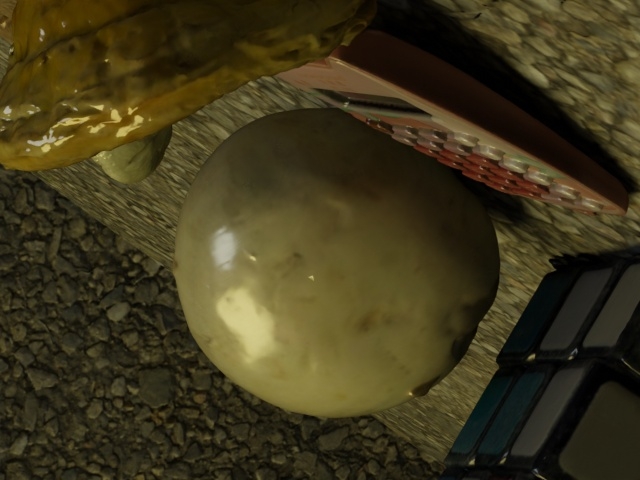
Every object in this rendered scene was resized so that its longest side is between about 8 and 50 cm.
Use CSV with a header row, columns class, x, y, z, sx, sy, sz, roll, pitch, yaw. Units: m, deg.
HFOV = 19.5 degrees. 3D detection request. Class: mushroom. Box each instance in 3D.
class,x,y,z,sx,sy,sz,roll,pitch,yaw
mushroom,0.000,0.000,1.785,0.314,0.314,0.336,36,-170,-21

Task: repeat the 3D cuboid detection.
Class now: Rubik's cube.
class,x,y,z,sx,sy,sz,roll,pitch,yaw
Rubik's cube,0.310,0.246,1.680,0.363,0.358,0.362,34,167,-7

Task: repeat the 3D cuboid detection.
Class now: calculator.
class,x,y,z,sx,sy,sz,roll,pitch,yaw
calculator,0.105,-0.094,1.500,0.330,0.048,0.220,28,173,-29

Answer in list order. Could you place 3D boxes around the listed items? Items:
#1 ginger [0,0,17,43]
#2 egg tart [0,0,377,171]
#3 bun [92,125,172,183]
class,x,y,z,sx,sy,sz,roll,pitch,yaw
ginger,-0.276,-0.258,1.693,0.190,0.126,0.354,51,176,12
egg tart,-0.116,-0.163,1.342,0.319,0.319,0.128,9,124,65
bun,-0.240,-0.149,2.173,0.164,0.111,0.188,47,178,22
